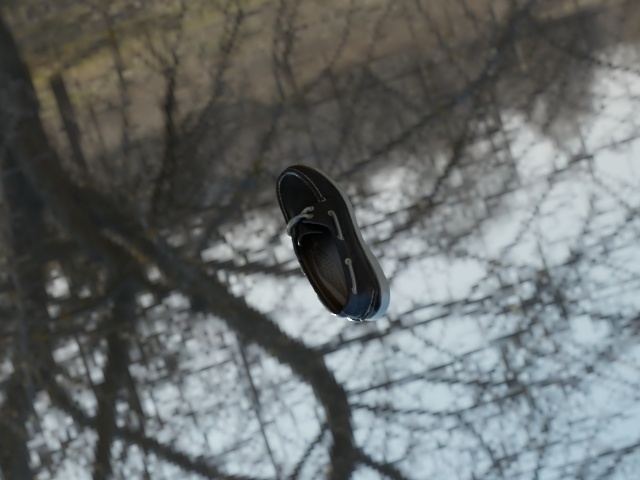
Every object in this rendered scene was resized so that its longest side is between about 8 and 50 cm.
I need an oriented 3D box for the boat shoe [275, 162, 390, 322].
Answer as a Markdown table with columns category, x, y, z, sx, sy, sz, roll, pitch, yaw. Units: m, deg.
| category | x | y | z | sx | sy | sz | roll | pitch | yaw |
| --- | --- | --- | --- | --- | --- | --- | --- | --- | --- |
| boat shoe | 0.000 | 0.000 | 0.995 | 0.038 | 0.125 | 0.046 | 1 | 143 | -46 |
